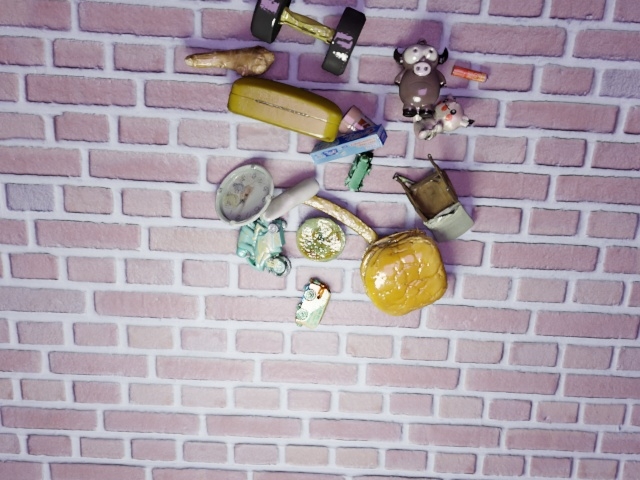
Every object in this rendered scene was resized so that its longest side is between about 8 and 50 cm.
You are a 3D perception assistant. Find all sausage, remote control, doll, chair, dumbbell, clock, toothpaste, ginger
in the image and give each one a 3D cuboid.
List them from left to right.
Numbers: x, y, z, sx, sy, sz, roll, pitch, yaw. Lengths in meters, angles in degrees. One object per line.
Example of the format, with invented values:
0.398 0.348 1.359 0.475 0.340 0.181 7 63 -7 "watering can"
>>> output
-0.297 -0.585 1.721 0.295 0.131 0.086 -1 146 1 "ginger"
-0.254 -0.151 1.803 0.236 0.053 0.236 -10 66 23 "clock"
-0.105 -0.148 1.799 0.229 0.044 0.073 -31 69 -10 "remote control"
-0.038 -0.678 1.654 0.322 0.204 0.203 23 102 -6 "dumbbell"
0.089 -0.316 1.735 0.272 0.066 0.053 -9 126 36 "toothpaste"
0.323 -0.534 1.718 0.182 0.117 0.257 5 94 8 "doll"
0.397 -0.135 1.801 0.160 0.319 0.186 -33 60 15 "chair"
0.404 -0.405 1.765 0.192 0.149 0.095 -26 143 13 "doll"
0.507 -0.558 1.767 0.129 0.034 0.034 14 103 -3 "sausage"

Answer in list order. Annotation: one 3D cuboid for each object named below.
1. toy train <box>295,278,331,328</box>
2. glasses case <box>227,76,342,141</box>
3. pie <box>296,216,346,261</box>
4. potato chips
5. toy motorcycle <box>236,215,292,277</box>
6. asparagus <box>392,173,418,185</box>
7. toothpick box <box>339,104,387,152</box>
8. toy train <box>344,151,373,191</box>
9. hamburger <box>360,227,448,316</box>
-0.031 0.236 1.934 0.099 0.072 0.188 19 102 -10 "toy train"
-0.110 -0.439 1.721 0.371 0.173 0.141 18 101 2 "glasses case"
0.000 0.000 1.869 0.187 0.041 0.186 5 120 8 "pie"
0.054 -0.090 1.863 0.407 0.057 0.080 29 104 -6 "potato chips"
-0.213 -0.006 1.868 0.198 0.109 0.296 -9 96 15 "toy motorcycle"
0.366 -0.188 1.860 0.233 0.023 0.022 20 147 -4 "asparagus"
0.138 -0.374 1.777 0.149 0.098 0.098 38 100 -9 "toothpick box"
0.131 -0.240 1.780 0.070 0.099 0.172 19 145 -4 "toy train"
0.288 0.116 1.844 0.319 0.158 0.318 -3 109 -8 "hamburger"
